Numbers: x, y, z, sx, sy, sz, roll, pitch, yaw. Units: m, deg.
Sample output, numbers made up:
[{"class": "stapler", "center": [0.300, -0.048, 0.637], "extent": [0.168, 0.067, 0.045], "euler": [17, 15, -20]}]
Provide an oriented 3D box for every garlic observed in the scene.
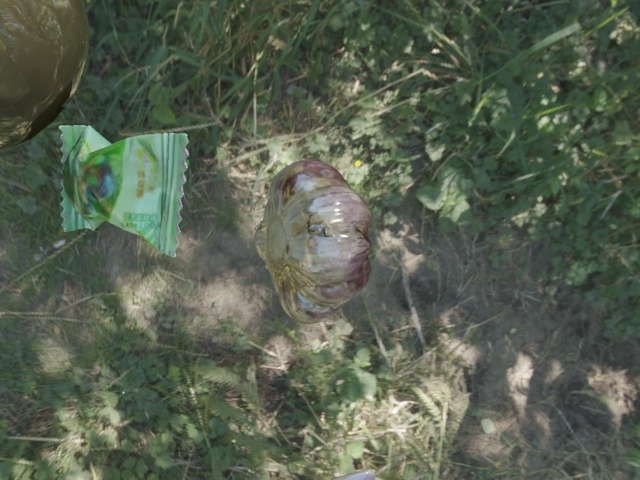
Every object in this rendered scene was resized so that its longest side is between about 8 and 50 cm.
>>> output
[{"class": "garlic", "center": [0.000, 0.000, 0.899], "extent": [0.160, 0.245, 0.245], "euler": [-2, 77, -28]}]

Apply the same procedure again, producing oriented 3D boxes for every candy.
[{"class": "candy", "center": [-0.425, -0.115, 1.298], "extent": [0.172, 0.397, 0.263], "euler": [-19, 113, -45]}]

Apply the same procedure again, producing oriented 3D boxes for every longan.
[{"class": "longan", "center": [-0.516, -0.306, 0.802], "extent": [0.404, 0.336, 0.405], "euler": [0, 91, 5]}]

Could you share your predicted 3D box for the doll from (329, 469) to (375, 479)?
[{"class": "doll", "center": [-0.022, 0.486, 0.747], "extent": [0.225, 0.370, 0.215], "euler": [3, 119, 1]}]
